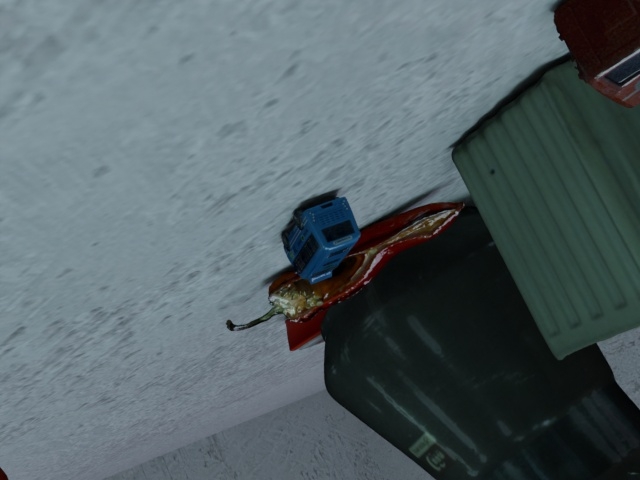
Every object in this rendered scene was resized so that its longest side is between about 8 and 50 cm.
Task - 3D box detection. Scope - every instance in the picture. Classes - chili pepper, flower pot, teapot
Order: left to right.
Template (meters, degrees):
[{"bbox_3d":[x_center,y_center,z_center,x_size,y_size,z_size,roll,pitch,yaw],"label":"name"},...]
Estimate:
[{"bbox_3d":[0.021,0.025,0.785,0.268,0.059,0.050,-32,-156,17],"label":"chili pepper"},{"bbox_3d":[0.195,0.190,0.918,0.306,0.361,0.376,-28,156,-18],"label":"teapot"},{"bbox_3d":[0.245,-0.040,0.623,0.239,0.189,0.209,-24,168,0],"label":"flower pot"}]

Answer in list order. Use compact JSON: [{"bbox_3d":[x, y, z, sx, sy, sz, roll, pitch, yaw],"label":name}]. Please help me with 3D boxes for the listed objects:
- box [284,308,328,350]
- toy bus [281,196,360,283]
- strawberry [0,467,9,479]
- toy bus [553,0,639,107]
[{"bbox_3d":[0.068,0.082,1.092,0.229,0.050,0.123,-14,162,-41],"label":"box"},{"bbox_3d":[0.000,0.000,0.632,0.038,0.046,0.083,-20,166,-21],"label":"toy bus"},{"bbox_3d":[-0.290,0.206,0.446,0.257,0.257,0.277,-21,155,-22],"label":"strawberry"},{"bbox_3d":[0.239,-0.155,0.415,0.235,0.073,0.096,-34,158,36],"label":"toy bus"}]
